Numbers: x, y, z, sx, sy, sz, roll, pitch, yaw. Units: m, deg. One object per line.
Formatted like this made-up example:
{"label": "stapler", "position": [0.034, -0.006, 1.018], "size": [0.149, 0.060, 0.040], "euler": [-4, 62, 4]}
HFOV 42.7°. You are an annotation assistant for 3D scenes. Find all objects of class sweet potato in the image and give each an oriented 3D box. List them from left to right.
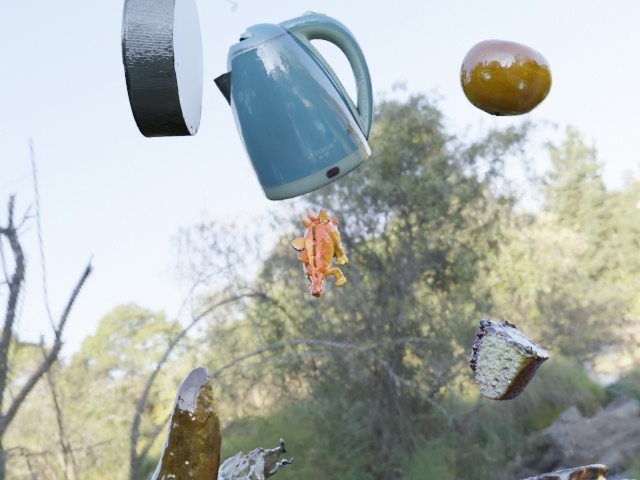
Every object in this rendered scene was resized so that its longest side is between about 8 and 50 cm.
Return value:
{"label": "sweet potato", "position": [-0.177, 0.304, 1.018], "size": [0.097, 0.292, 0.097], "euler": [17, -18, 6]}

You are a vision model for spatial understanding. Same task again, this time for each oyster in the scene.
{"label": "oyster", "position": [-0.097, 0.374, 1.188], "size": [0.133, 0.198, 0.337], "euler": [4, 0, -8]}

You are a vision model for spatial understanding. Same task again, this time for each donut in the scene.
{"label": "donut", "position": [0.341, 0.220, 1.485], "size": [0.144, 0.186, 0.126], "euler": [23, -78, -29]}

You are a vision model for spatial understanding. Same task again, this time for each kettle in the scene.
{"label": "kettle", "position": [-0.041, -0.303, 1.717], "size": [0.319, 0.342, 0.247], "euler": [-28, 16, -12]}

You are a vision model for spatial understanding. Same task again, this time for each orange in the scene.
{"label": "orange", "position": [0.309, -0.268, 1.372], "size": [0.156, 0.124, 0.156], "euler": [17, 12, -4]}

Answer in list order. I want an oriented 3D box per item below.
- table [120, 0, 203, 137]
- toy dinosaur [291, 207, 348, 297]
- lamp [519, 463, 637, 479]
{"label": "table", "position": [-0.132, -0.156, 0.705], "size": [0.043, 0.134, 0.133], "euler": [-1, -10, 2]}
{"label": "toy dinosaur", "position": [0.000, 0.000, 1.484], "size": [0.070, 0.117, 0.288], "euler": [-21, 29, 21]}
{"label": "lamp", "position": [0.256, 0.326, 0.780], "size": [0.226, 0.227, 0.227], "euler": [-20, -10, -4]}
